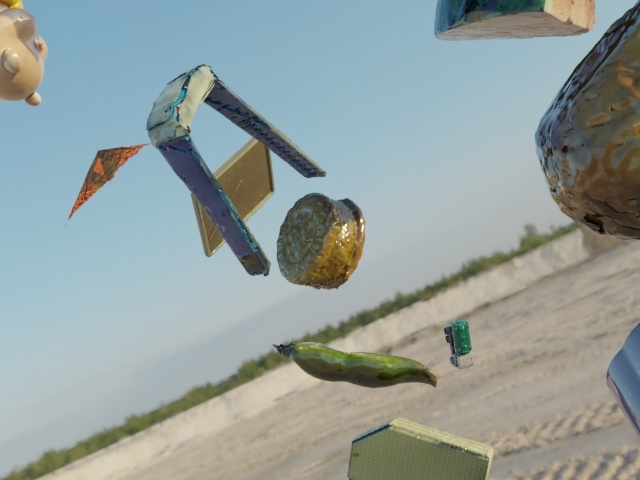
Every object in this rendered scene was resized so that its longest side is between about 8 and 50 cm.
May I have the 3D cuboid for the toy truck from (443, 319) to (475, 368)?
[{"bbox_3d":[0.235,0.174,1.503,0.039,0.083,0.044,-11,9,-11],"label":"toy truck"}]

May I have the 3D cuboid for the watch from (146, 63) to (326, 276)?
[{"bbox_3d":[-0.108,-0.131,1.274,0.068,0.274,0.276,-23,25,31],"label":"watch"}]

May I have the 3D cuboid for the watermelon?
[{"bbox_3d":[0.303,-0.434,1.434,0.292,0.222,0.319,11,12,40],"label":"watermelon"}]

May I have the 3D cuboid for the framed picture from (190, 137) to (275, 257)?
[{"bbox_3d":[-0.190,-0.107,2.030,0.265,0.018,0.192,-48,-33,-36],"label":"framed picture"}]

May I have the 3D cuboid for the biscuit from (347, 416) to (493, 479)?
[{"bbox_3d":[0.175,0.400,1.611,0.252,0.150,0.052,13,23,19],"label":"biscuit"}]

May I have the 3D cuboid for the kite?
[{"bbox_3d":[-0.379,-0.127,1.570,0.222,0.008,0.125,-49,-10,-21],"label":"kite"}]

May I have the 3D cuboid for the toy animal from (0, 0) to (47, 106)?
[{"bbox_3d":[-0.709,-0.443,1.962,0.277,0.247,0.345,-60,-18,-13],"label":"toy animal"}]

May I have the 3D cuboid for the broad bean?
[{"bbox_3d":[0.064,0.252,1.794,0.339,0.077,0.061,8,17,8],"label":"broad bean"}]

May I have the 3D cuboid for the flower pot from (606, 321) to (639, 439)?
[{"bbox_3d":[0.526,0.226,1.108,0.265,0.243,0.265,-6,-47,-7],"label":"flower pot"}]

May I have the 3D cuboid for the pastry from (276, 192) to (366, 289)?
[{"bbox_3d":[0.000,0.000,1.724,0.103,0.188,0.189,16,-31,-33],"label":"pastry"}]

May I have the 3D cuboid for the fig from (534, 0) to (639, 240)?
[{"bbox_3d":[0.402,-0.074,0.851,0.286,0.369,0.286,-51,-9,-12],"label":"fig"}]
